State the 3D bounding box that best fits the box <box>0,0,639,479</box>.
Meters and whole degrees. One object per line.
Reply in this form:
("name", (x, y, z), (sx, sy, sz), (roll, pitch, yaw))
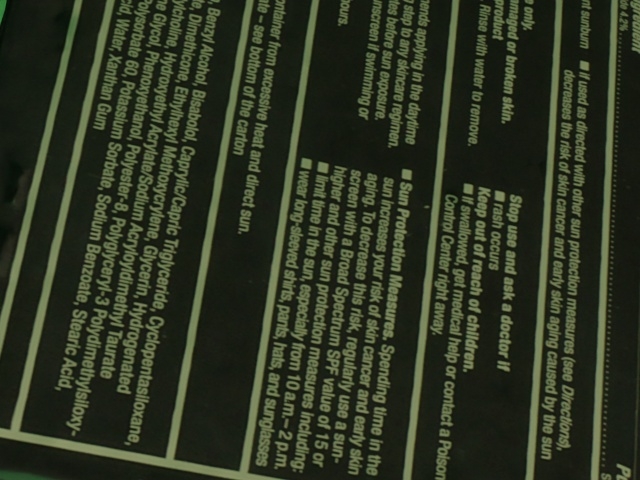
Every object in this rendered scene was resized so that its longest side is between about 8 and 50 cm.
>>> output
("box", (0.000, 0.000, 0.543), (0.294, 0.183, 0.296), (12, 68, -10))
